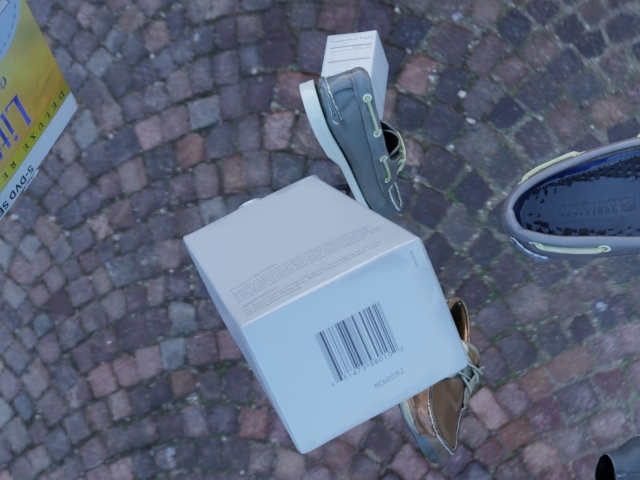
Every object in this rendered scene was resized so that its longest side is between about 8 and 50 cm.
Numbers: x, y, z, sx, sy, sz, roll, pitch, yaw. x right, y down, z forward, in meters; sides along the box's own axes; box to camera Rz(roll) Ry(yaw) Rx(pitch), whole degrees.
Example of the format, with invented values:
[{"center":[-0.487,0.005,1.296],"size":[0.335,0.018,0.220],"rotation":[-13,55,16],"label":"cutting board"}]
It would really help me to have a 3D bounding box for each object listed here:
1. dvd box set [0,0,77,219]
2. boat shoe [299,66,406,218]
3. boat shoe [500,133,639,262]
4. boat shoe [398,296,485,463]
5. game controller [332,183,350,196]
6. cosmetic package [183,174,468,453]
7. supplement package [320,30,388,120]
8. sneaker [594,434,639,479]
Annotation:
[{"center":[-0.320,-0.120,0.569],"size":[0.062,0.420,0.308],"rotation":[17,60,18],"label":"dvd box set"},{"center":[0.067,-0.121,1.225],"size":[0.091,0.305,0.109],"rotation":[-22,56,10],"label":"boat shoe"},{"center":[0.315,-0.046,0.767],"size":[0.324,0.096,0.117],"rotation":[-10,86,18],"label":"boat shoe"},{"center":[0.189,0.195,1.414],"size":[0.120,0.324,0.122],"rotation":[-27,121,21],"label":"boat shoe"},{"center":[0.000,0.000,1.977],"size":[0.067,0.319,0.166],"rotation":[29,61,-2],"label":"game controller"},{"center":[-0.014,0.056,1.003],"size":[0.197,0.365,0.155],"rotation":[-26,108,-8],"label":"cosmetic package"},{"center":[0.065,-0.302,1.753],"size":[0.105,0.105,0.179],"rotation":[-3,58,19],"label":"supplement package"},{"center":[0.523,0.444,1.509],"size":[0.083,0.118,0.222],"rotation":[-17,84,62],"label":"sneaker"}]
